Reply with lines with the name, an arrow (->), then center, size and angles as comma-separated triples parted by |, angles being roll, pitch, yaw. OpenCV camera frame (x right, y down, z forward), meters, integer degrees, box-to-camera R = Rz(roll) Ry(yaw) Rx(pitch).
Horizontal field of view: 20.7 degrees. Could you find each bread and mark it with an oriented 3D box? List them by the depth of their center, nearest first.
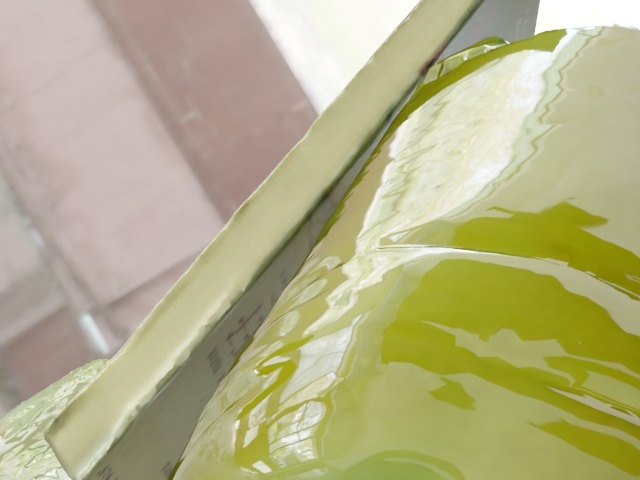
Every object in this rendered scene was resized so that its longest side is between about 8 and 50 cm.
bread -> 0.070, 0.094, 0.495 | 0.376, 0.208, 0.251 | -52, 149, -64

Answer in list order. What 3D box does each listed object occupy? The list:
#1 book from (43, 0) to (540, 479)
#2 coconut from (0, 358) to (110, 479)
book -> 0.000, 0.000, 0.725 | 0.026, 0.289, 0.201 | 37, -14, 12
coconut -> -0.120, 0.235, 1.137 | 0.281, 0.328, 0.328 | 30, -20, 54
